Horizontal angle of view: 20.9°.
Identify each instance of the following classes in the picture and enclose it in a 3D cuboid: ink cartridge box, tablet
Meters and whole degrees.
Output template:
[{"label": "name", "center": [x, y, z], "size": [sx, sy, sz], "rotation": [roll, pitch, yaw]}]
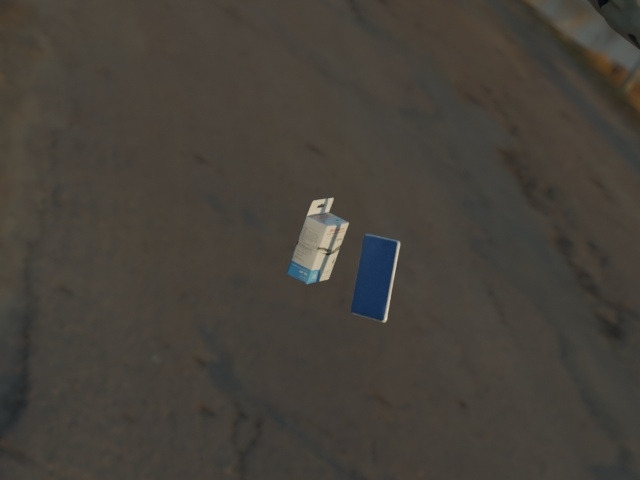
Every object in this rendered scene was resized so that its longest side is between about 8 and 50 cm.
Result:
[{"label": "ink cartridge box", "center": [0.000, 0.000, 1.797], "size": [0.028, 0.083, 0.048], "rotation": [26, 18, 24]}, {"label": "tablet", "center": [0.055, 0.037, 1.748], "size": [0.006, 0.083, 0.054], "rotation": [8, 3, -41]}]

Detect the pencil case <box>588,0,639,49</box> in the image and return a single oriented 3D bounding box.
[{"label": "pencil case", "center": [0.296, -0.280, 1.661], "size": [0.410, 0.160, 0.183], "rotation": [46, 9, 16]}]
